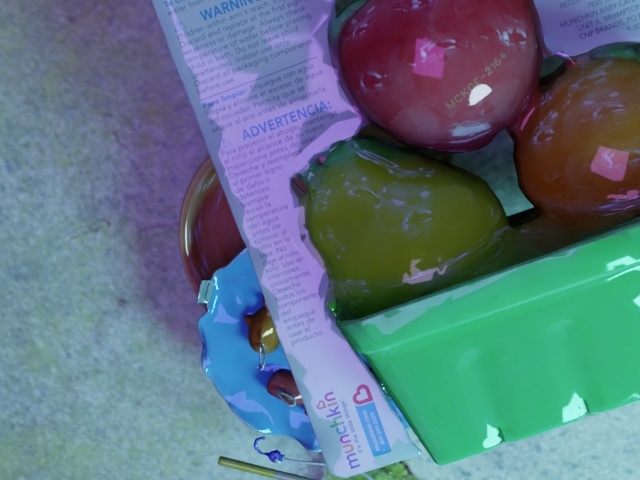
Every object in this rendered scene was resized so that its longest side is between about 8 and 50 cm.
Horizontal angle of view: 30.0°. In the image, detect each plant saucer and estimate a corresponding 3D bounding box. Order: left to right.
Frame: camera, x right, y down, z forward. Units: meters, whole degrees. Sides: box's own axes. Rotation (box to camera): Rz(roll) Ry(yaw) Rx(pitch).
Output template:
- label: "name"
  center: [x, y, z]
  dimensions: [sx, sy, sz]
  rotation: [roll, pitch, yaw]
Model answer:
- label: "plant saucer"
  center: [0.000, 0.000, 0.849]
  dimensions: [0.200, 0.037, 0.200]
  rotation: [4, 116, 8]

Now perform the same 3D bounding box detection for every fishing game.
- label: "fishing game"
  center: [0.001, 0.075, 0.842]
  dimensions: [0.189, 0.041, 0.264]
  rotation: [17, 117, 0]

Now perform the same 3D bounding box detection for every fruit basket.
- label: "fruit basket"
  center: [0.100, -0.066, 0.716]
  dimensions: [0.327, 0.165, 0.353]
  rotation: [-20, 92, 5]
